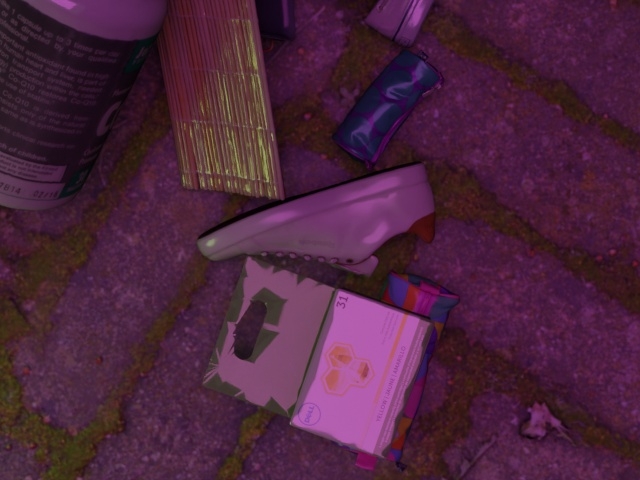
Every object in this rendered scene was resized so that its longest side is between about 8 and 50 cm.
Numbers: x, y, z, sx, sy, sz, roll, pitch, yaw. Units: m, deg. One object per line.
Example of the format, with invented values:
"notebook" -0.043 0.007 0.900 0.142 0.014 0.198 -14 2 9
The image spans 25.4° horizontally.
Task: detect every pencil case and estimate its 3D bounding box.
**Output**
"pencil case" 0.083 -0.160 1.720 0.070 0.064 0.151 40 91 27
"pencil case" 0.089 0.156 1.710 0.104 0.104 0.236 18 90 -1

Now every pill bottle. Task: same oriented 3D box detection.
"pill bottle" -0.295 -0.228 1.577 0.204 0.204 0.361 31 120 -1

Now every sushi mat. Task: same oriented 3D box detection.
"sushi mat" -0.126 -0.196 1.648 0.151 0.019 0.316 6 117 29

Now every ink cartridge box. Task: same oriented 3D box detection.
"ink cartridge box" -0.005 0.133 1.643 0.235 0.056 0.171 20 90 3

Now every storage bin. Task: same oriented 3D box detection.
"storage bin" -0.098 -0.270 1.684 0.091 0.135 0.098 -5 92 24

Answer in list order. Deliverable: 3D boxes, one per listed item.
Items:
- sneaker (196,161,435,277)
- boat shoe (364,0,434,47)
"sneaker" 0.000 0.000 1.702 0.290 0.106 0.123 -15 97 2
"boat shoe" 0.125 -0.347 1.708 0.076 0.083 0.226 25 91 -2
